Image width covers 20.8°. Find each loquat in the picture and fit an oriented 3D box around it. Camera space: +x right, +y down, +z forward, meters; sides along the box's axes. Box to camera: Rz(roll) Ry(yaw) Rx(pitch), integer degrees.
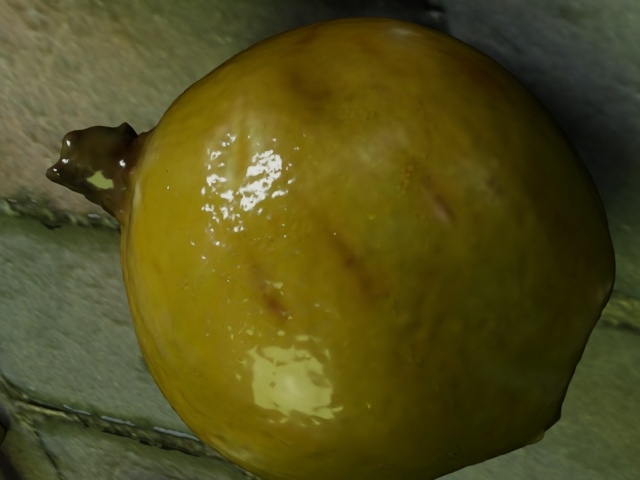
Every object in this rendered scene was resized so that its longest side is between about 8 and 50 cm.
[{"bbox_3d":[0.000,0.000,0.772,0.246,0.213,0.213,21,146,-4],"label":"loquat"}]

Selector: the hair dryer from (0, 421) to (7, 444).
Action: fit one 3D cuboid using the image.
[{"bbox_3d":[-0.271,0.230,1.359,0.090,0.135,0.279,10,150,31],"label":"hair dryer"}]
